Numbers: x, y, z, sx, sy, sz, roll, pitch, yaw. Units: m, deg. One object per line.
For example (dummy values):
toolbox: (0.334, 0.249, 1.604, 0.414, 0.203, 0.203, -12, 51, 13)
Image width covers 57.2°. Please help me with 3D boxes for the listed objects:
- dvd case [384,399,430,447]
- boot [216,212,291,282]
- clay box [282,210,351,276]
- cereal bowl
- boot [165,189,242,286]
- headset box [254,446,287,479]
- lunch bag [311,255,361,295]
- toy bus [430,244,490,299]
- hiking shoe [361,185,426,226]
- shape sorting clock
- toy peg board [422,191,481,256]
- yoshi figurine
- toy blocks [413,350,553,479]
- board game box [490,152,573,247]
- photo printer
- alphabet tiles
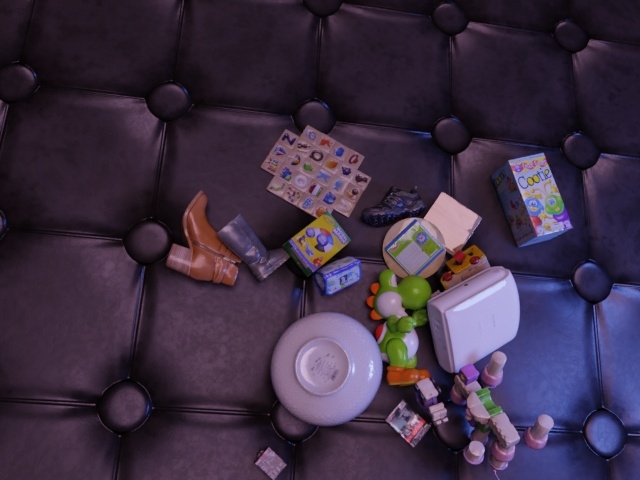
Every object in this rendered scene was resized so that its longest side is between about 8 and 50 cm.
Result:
dvd case: (0.267, 0.560, 1.798, 0.119, 0.013, 0.087, 43, 72, 4)
boot: (-0.196, 0.004, 1.834, 0.208, 0.076, 0.189, 50, 54, 1)
clay box: (0.000, 0.000, 1.870, 0.222, 0.053, 0.127, -40, 92, -34)
cereal bowl: (0.012, 0.368, 1.711, 0.339, 0.141, 0.339, -2, 74, 6)
boot: (-0.334, -0.004, 1.832, 0.220, 0.109, 0.283, 19, 60, -11)
headset box: (-0.147, 0.643, 1.699, 0.083, 0.032, 0.062, 41, 71, 6)
lunch bag: (0.054, 0.106, 1.829, 0.129, 0.151, 0.096, -24, 78, -16)
toy bus: (0.451, 0.103, 1.908, 0.202, 0.104, 0.191, 8, 116, -21)
hiking shoe: (0.235, -0.120, 1.973, 0.227, 0.086, 0.114, -10, 62, -17)
shape sorting clock: (0.307, 0.027, 1.932, 0.206, 0.040, 0.206, 0, 94, 0)
toy peg board: (0.426, -0.051, 1.985, 0.161, 0.079, 0.161, 34, 87, 3)
yoshi figurine: (0.275, 0.256, 1.809, 0.203, 0.203, 0.362, 0, 71, -23)
toy blocks: (0.458, 0.536, 1.730, 0.309, 0.260, 0.288, -18, 51, -15)
board game box: (0.718, -0.136, 2.009, 0.142, 0.144, 0.275, -13, 77, -13)
photo printer: (0.488, 0.236, 1.818, 0.307, 0.107, 0.256, -24, 117, -21)
alphabet tiles: (-0.014, -0.229, 1.995, 0.342, 0.011, 0.285, 30, 71, 1)
